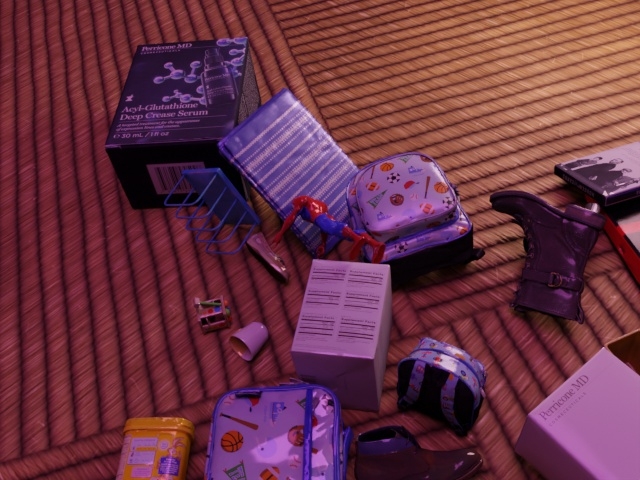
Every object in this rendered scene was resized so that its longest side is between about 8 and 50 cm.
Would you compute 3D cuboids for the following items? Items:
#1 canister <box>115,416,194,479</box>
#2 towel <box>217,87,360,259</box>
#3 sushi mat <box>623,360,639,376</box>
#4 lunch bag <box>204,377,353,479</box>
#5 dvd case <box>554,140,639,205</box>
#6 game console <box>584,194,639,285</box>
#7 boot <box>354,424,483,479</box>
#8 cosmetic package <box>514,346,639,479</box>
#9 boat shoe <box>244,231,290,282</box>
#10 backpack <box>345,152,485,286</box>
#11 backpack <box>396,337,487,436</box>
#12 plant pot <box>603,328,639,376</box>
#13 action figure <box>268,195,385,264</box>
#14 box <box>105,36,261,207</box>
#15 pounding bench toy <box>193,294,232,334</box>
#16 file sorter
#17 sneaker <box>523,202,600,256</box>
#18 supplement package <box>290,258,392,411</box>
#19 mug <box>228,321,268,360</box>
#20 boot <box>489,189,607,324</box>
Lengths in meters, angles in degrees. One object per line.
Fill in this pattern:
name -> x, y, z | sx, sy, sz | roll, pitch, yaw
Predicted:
canister -> -0.294, 0.403, 1.226 | 0.126, 0.073, 0.169 | -2, 51, 5
towel -> -0.044, -0.151, 1.562 | 0.336, 0.040, 0.243 | 48, 60, -11
sushi mat -> 0.545, 0.326, 1.224 | 0.151, 0.019, 0.316 | 25, 57, 24
lunch bag -> -0.067, 0.383, 1.183 | 0.243, 0.115, 0.303 | -3, 54, 7
dvd case -> 0.675, -0.154, 1.566 | 0.239, 0.029, 0.179 | -16, 32, -14
game console -> 0.807, -0.032, 1.482 | 0.387, 0.060, 0.342 | -11, 44, -3
boot -> 0.160, 0.358, 1.173 | 0.219, 0.106, 0.082 | -13, 13, -4
cosmetic package -> 0.507, 0.371, 1.081 | 0.197, 0.155, 0.365 | -35, 58, -20
boat shoe -> -0.107, 0.034, 1.529 | 0.048, 0.056, 0.153 | -35, 47, -16
backpack -> 0.171, -0.060, 1.478 | 0.277, 0.213, 0.263 | -15, 46, -5
backpack -> 0.214, 0.239, 1.237 | 0.158, 0.173, 0.117 | 20, 55, 23
plant pot -> 0.550, 0.221, 1.242 | 0.082, 0.083, 0.081 | -21, 52, -11
action figure -> 0.000, 0.000, 1.408 | 0.280, 0.091, 0.139 | 42, 107, 50
box -> -0.318, -0.295, 1.730 | 0.294, 0.212, 0.395 | -3, 49, 5
pounding bench toy -> -0.219, 0.142, 1.430 | 0.065, 0.083, 0.052 | -14, 49, -4
file sorter -> -0.238, -0.061, 1.532 | 0.118, 0.170, 0.104 | 2, 52, 40
sneaker -> 0.498, -0.006, 1.472 | 0.132, 0.086, 0.228 | 16, 55, 22
supplement package -> 0.047, 0.175, 1.297 | 0.149, 0.194, 0.203 | 4, 50, 12
mug -> -0.143, 0.191, 1.397 | 0.078, 0.062, 0.064 | 33, 53, 22
boot -> 0.421, 0.031, 1.392 | 0.263, 0.091, 0.229 | 21, 92, 40
